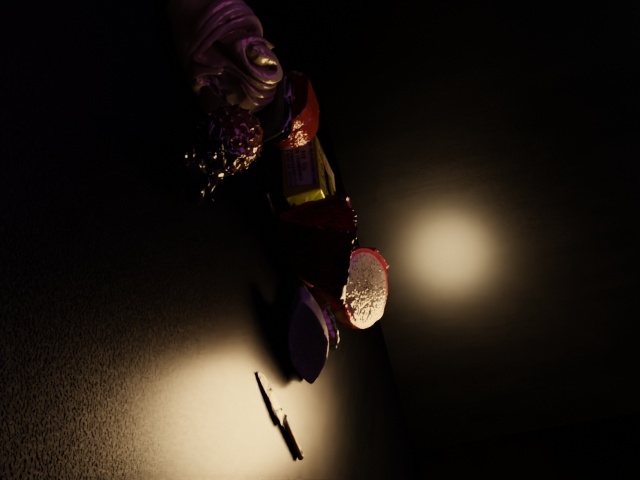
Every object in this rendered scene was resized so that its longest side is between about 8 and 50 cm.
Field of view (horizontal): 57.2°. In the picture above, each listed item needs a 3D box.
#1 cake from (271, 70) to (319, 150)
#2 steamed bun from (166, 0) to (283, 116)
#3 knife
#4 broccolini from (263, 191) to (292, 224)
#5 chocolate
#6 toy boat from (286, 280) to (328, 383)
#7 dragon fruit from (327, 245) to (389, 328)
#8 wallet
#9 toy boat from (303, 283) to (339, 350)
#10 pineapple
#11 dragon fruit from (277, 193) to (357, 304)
[{"bbox_3d":[-0.104,-0.438,1.946,0.150,0.177,0.282,64,18,-47],"label":"cake"},{"bbox_3d":[-0.204,-0.433,1.361,0.276,0.204,0.288,-62,136,-77],"label":"steamed bun"},{"bbox_3d":[-0.091,0.410,1.360,0.047,0.017,0.297,-72,147,-59],"label":"knife"},{"bbox_3d":[-0.112,-0.084,1.798,0.271,0.062,0.123,58,15,-54],"label":"broccolini"},{"bbox_3d":[-0.035,-0.198,2.094,0.288,0.137,0.300,60,19,-54],"label":"chocolate"},{"bbox_3d":[-0.034,0.255,1.637,0.293,0.111,0.275,-25,109,-89],"label":"toy boat"},{"bbox_3d":[0.074,0.154,2.017,0.306,0.226,0.305,-3,94,-51],"label":"dragon fruit"},{"bbox_3d":[-0.145,-0.309,1.477,0.036,0.222,0.167,14,70,-41],"label":"wallet"},{"bbox_3d":[-0.014,0.196,1.804,0.099,0.109,0.292,12,59,-44],"label":"toy boat"},{"bbox_3d":[-0.214,-0.171,1.202,0.310,0.141,0.170,-69,169,-60],"label":"pineapple"},{"bbox_3d":[-0.010,0.000,1.793,0.329,0.228,0.285,-87,-179,-57],"label":"dragon fruit"}]
